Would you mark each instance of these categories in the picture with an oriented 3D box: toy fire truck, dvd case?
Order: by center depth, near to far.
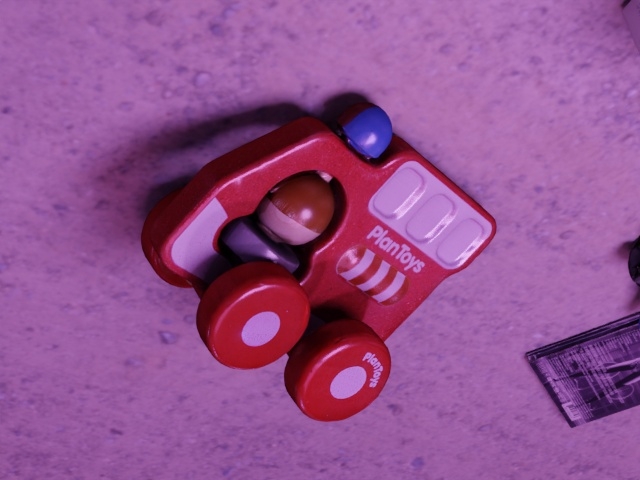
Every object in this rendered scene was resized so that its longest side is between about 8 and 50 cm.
[{"bbox_3d":[0.000,0.000,1.324,0.254,0.169,0.302,-47,133,6],"label":"toy fire truck"},{"bbox_3d":[0.364,0.137,1.651,0.221,0.018,0.164,-21,138,15],"label":"dvd case"}]

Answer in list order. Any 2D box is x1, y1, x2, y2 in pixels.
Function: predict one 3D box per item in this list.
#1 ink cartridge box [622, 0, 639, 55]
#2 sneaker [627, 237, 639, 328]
[{"bbox_3d":[0.393,-0.184,1.145,0.168,0.171,0.233,15,136,-27],"label":"ink cartridge box"},{"bbox_3d":[0.345,0.042,1.497,0.084,0.058,0.152,2,136,-23],"label":"sneaker"}]
